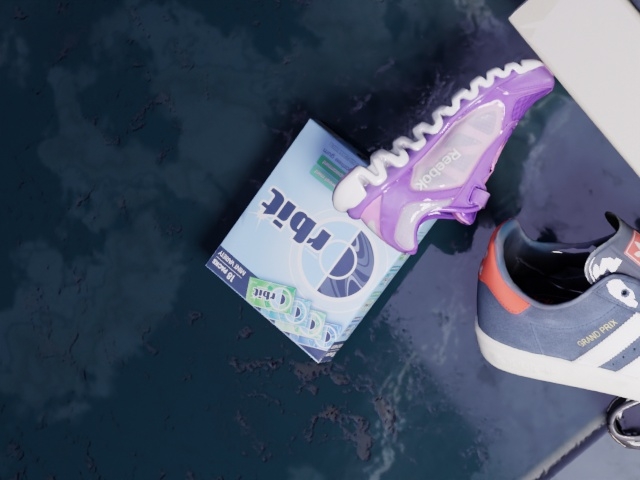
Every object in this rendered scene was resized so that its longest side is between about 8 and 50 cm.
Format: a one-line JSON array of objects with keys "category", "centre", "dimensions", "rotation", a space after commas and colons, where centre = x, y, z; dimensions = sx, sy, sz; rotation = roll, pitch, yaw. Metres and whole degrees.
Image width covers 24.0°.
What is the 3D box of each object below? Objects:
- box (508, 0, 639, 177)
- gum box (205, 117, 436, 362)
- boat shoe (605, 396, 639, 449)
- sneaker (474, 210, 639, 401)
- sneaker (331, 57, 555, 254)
[{"category": "box", "centre": [0.294, -0.120, 1.341], "dimensions": [0.094, 0.113, 0.275], "rotation": [-40, 78, 15]}, {"category": "gum box", "centre": [0.000, 0.000, 1.485], "dimensions": [0.157, 0.041, 0.184], "rotation": [40, 103, 16]}, {"category": "boat shoe", "centre": [0.355, 0.158, 1.338], "dimensions": [0.206, 0.065, 0.075], "rotation": [-5, 87, 20]}, {"category": "sneaker", "centre": [0.299, 0.056, 1.302], "dimensions": [0.350, 0.131, 0.148], "rotation": [6, 124, 20]}, {"category": "sneaker", "centre": [0.129, -0.072, 1.397], "dimensions": [0.236, 0.095, 0.104], "rotation": [-38, 79, 0]}]
